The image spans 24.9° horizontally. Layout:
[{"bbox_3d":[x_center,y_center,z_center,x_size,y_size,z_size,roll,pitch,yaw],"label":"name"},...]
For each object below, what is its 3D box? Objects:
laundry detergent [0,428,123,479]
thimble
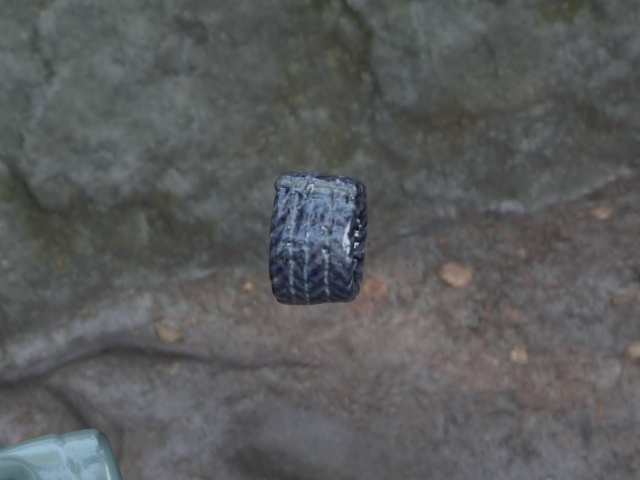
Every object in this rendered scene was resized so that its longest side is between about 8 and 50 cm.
[{"bbox_3d":[-0.359,0.354,1.372,0.398,0.264,0.125,-17,-6,-8],"label":"laundry detergent"},{"bbox_3d":[0.000,0.002,1.025,0.066,0.104,0.095,5,67,7],"label":"thimble"}]
